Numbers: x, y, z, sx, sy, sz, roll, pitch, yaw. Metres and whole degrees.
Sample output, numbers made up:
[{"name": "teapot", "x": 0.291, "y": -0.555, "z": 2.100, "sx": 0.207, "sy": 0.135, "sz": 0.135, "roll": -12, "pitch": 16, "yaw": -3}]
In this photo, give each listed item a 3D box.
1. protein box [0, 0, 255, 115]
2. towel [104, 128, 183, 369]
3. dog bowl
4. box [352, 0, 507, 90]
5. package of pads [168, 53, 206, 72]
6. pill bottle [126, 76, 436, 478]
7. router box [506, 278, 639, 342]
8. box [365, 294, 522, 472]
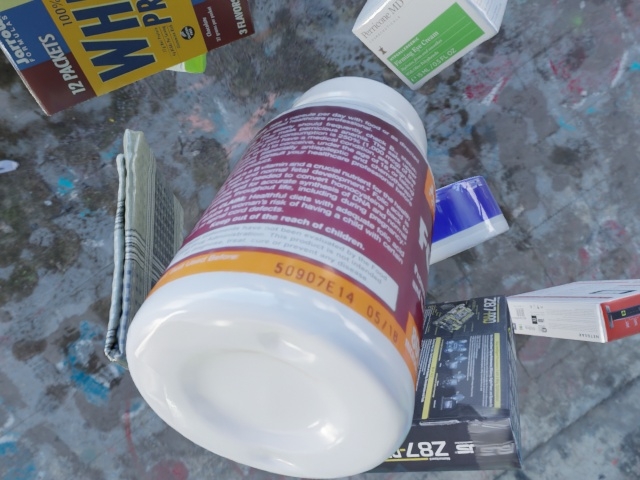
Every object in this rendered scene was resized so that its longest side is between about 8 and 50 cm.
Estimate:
[{"name": "protein box", "x": -0.197, "y": -0.253, "z": 0.455, "sx": 0.199, "sy": 0.201, "sz": 0.136, "roll": -26, "pitch": 144, "yaw": -10}, {"name": "towel", "x": -0.264, "y": 0.042, "z": 0.787, "sx": 0.056, "sy": 0.312, "sz": 0.325, "roll": -2, "pitch": 71, "yaw": -3}, {"name": "dog bowl", "x": 0.188, "y": -0.012, "z": 0.918, "sx": 0.264, "sy": 0.265, "sz": 0.104, "roll": -23, "pitch": 84, "yaw": -3}, {"name": "box", "x": 0.102, "y": -0.216, "z": 0.463, "sx": 0.087, "sy": 0.101, "sz": 0.102, "roll": 37, "pitch": 58, "yaw": -20}, {"name": "package of pads", "x": -0.268, "y": -0.505, "z": 0.962, "sx": 0.101, "sy": 0.297, "sz": 0.229, "roll": -2, "pitch": 57, "yaw": -12}, {"name": "pill bottle", "x": 0.000, "y": 0.000, "z": 0.521, "sx": 0.223, "sy": 0.392, "sz": 0.224, "roll": 9, "pitch": 131, "yaw": 10}, {"name": "router box", "x": 0.629, "y": 0.155, "z": 1.201, "sx": 0.300, "sy": 0.335, "sz": 0.082, "roll": -9, "pitch": 87, "yaw": -20}, {"name": "box", "x": 0.180, "y": 0.236, "z": 0.918, "sx": 0.317, "sy": 0.395, "sz": 0.097, "roll": -14, "pitch": 105, "yaw": 22}]
